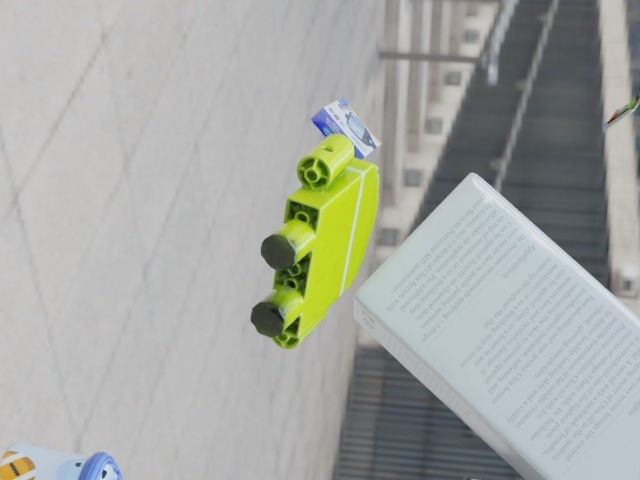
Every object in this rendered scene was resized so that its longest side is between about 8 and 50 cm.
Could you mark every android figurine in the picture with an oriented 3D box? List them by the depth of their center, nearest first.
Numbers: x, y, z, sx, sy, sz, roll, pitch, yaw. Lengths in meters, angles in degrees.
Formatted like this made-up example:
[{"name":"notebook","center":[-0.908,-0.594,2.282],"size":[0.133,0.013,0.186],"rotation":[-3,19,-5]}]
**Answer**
[{"name":"android figurine","center":[0.000,0.000,1.418],"size":[0.273,0.056,0.248],"rotation":[-46,150,-57]}]

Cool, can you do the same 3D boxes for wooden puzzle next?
[{"name":"wooden puzzle","center":[0.491,-0.210,1.989],"size":[0.116,0.014,0.078],"rotation":[-41,-179,42]}]

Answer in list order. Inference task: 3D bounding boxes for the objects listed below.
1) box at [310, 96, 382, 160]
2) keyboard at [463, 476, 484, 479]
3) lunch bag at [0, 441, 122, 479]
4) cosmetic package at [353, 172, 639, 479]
[{"name":"box","center":[0.032,-0.136,1.550],"size":[0.081,0.028,0.136],"rotation":[50,16,-2]},{"name":"keyboard","center":[0.235,0.463,1.929],"size":[0.023,0.108,0.180],"rotation":[157,-56,-81]},{"name":"lunch bag","center":[-0.229,0.325,0.969],"size":[0.243,0.114,0.303],"rotation":[90,9,-51]},{"name":"cosmetic package","center":[0.278,0.157,1.565],"size":[0.230,0.453,0.161],"rotation":[-45,169,-9]}]
